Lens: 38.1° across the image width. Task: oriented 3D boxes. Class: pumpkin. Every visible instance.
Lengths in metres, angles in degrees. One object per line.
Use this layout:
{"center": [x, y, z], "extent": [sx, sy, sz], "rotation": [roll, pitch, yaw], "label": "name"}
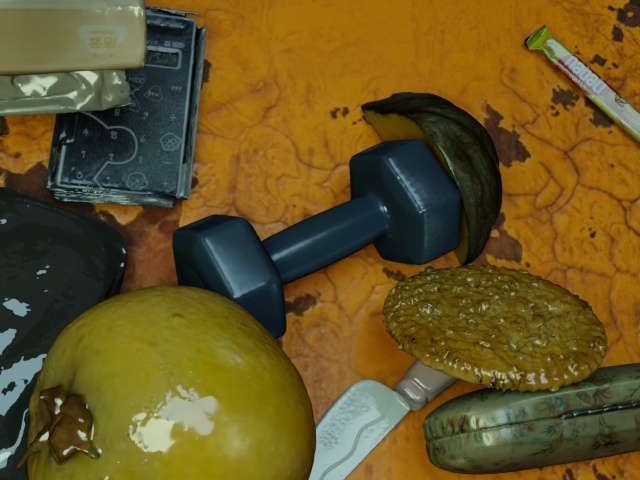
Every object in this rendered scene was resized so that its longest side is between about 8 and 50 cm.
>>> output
{"center": [0.172, -0.116, 1.149], "extent": [0.130, 0.149, 0.254], "rotation": [-25, 74, -17], "label": "pumpkin"}

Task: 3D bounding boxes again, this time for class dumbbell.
{"center": [0.000, 0.000, 1.043], "extent": [0.325, 0.144, 0.160], "rotation": [-25, 74, -26], "label": "dumbbell"}

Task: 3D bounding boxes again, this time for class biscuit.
{"center": [0.195, 0.088, 1.040], "extent": [0.254, 0.035, 0.254], "rotation": [3, 25, -1], "label": "biscuit"}
{"center": [0.410, -0.200, 1.325], "extent": [0.292, 0.026, 0.048], "rotation": [43, 81, 6], "label": "biscuit"}

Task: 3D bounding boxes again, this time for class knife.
{"center": [0.069, 0.185, 1.038], "extent": [0.336, 0.043, 0.081], "rotation": [-37, 75, -25], "label": "knife"}

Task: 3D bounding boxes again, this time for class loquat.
{"center": [-0.139, 0.175, 0.839], "extent": [0.275, 0.275, 0.274], "rotation": [6, 64, -14], "label": "loquat"}

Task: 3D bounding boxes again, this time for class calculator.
{"center": [-0.226, -0.165, 1.101], "extent": [0.166, 0.028, 0.274], "rotation": [4, 67, -6], "label": "calculator"}

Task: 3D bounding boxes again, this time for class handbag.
{"center": [-0.330, 0.109, 0.932], "extent": [0.192, 0.075, 0.332], "rotation": [20, 63, -7], "label": "handbag"}

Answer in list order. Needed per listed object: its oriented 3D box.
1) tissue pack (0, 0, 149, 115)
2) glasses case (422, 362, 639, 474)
{"center": [-0.351, -0.239, 0.987], "extent": [0.306, 0.238, 0.238], "rotation": [-6, 68, -19], "label": "tissue pack"}
{"center": [0.320, 0.192, 1.040], "extent": [0.425, 0.156, 0.098], "rotation": [-5, 76, -18], "label": "glasses case"}
